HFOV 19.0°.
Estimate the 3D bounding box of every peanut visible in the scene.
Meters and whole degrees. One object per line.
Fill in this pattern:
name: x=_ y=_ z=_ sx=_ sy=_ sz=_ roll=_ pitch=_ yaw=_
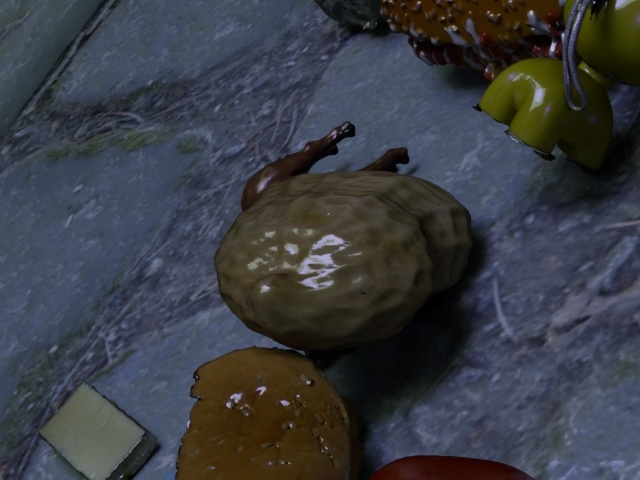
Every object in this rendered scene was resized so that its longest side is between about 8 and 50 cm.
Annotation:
peanut: x=0.014 y=0.012 z=1.527 sx=0.196 sy=0.110 sz=0.233 roll=5 pitch=17 yaw=18

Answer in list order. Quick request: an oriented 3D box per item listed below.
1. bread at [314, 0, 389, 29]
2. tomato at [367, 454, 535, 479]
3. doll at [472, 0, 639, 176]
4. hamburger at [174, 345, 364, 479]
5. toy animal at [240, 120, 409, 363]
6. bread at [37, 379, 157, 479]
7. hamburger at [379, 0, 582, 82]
bread: x=0.073 y=-0.339 z=1.927 sx=0.195 sy=0.176 sz=0.246 roll=-3 pitch=46 yaw=51
tomato: x=0.077 y=0.198 z=1.285 sx=0.174 sy=0.082 sz=0.166 roll=-18 pitch=36 yaw=40
doll: x=0.228 y=-0.165 z=1.501 sx=0.221 sy=0.135 sz=0.143 roll=-56 pitch=46 yaw=14
hamburger: x=-0.037 y=0.178 z=1.407 sx=0.131 sy=0.124 sz=0.262 roll=-24 pitch=34 yaw=28
toy animal: x=0.000 y=0.000 z=1.676 sx=0.224 sy=0.066 sz=0.229 roll=24 pitch=57 yaw=39
bread: x=-0.199 y=0.176 z=1.705 sx=0.068 sy=0.028 sz=0.153 roll=-48 pitch=30 yaw=-11
hamburger: x=0.157 y=-0.255 z=1.671 sx=0.151 sy=0.227 sz=0.295 roll=-28 pitch=19 yaw=-25
